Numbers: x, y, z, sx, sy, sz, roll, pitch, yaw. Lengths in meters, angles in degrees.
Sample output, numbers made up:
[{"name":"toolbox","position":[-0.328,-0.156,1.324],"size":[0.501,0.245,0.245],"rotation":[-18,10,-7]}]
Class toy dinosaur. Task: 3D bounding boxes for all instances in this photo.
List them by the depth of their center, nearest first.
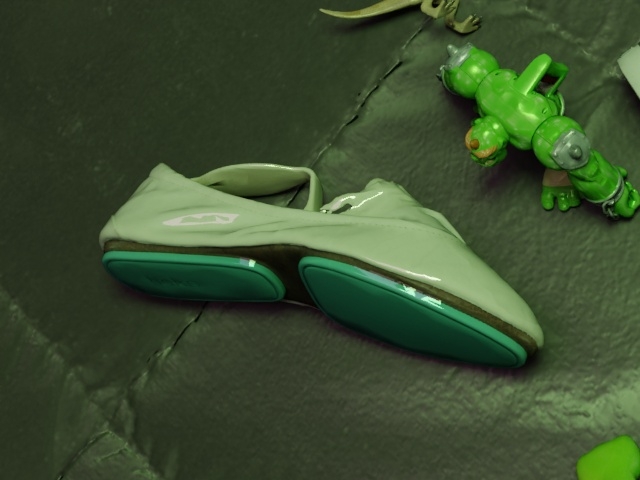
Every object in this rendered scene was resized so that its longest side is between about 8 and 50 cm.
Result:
[{"name":"toy dinosaur","position":[0.098,-0.219,1.078],"size":[0.183,0.053,0.093],"rotation":[-36,52,4]}]

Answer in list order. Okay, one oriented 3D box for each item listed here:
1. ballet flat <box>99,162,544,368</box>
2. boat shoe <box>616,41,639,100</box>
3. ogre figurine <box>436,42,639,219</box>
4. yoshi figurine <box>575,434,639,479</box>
[{"name":"ballet flat","position":[0.000,0.000,1.028],"size":[0.400,0.139,0.139],"rotation":[10,82,25]},{"name":"boat shoe","position":[0.325,-0.057,0.920],"size":[0.088,0.096,0.267],"rotation":[-36,59,16]},{"name":"ogre figurine","position":[0.161,-0.096,0.978],"size":[0.097,0.118,0.197],"rotation":[-31,68,13]},{"name":"yoshi figurine","position":[0.217,0.258,0.875],"size":[0.362,0.203,0.203],"rotation":[-15,113,5]}]
